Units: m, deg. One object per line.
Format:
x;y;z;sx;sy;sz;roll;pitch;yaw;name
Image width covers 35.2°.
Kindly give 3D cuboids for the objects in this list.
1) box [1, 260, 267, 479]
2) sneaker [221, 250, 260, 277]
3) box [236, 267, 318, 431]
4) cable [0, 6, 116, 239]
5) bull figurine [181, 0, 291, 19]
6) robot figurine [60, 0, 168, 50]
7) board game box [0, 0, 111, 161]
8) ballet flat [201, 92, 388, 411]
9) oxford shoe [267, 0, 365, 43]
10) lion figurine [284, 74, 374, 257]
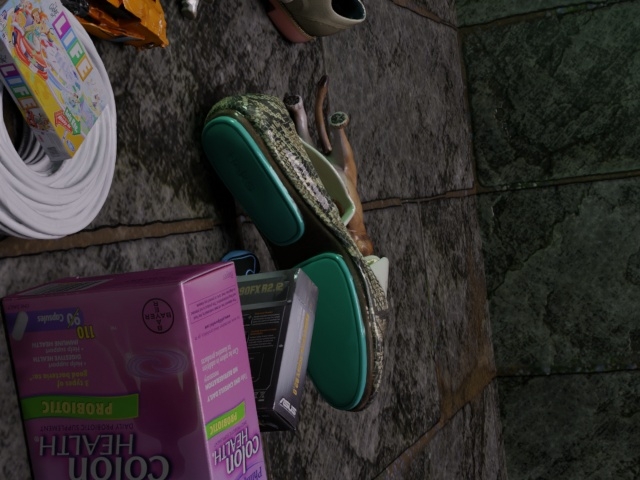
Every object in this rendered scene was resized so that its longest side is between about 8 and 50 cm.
-0.189;0.157;1.041;0.117;0.213;0.243;-24;107;-67;box
-0.111;0.096;1.401;0.232;0.090;0.081;-70;145;-47;sneaker
-0.126;0.134;1.177;0.056;0.231;0.183;53;37;-46;box
-0.303;-0.126;1.005;0.257;0.089;0.257;-15;99;-68;cable
-0.144;-0.425;1.392;0.188;0.101;0.310;-60;137;-26;bull figurine
-0.267;-0.332;1.144;0.291;0.085;0.211;28;59;-64;robot figurine
-0.261;-0.167;0.959;0.103;0.026;0.154;-72;149;-44;board game box
0.000;0.000;1.460;0.182;0.164;0.483;-28;93;-47;ballet flat
-0.050;-0.458;1.606;0.397;0.146;0.140;36;55;-59;oxford shoe
0.021;-0.069;1.700;0.240;0.142;0.392;66;25;-48;lion figurine
